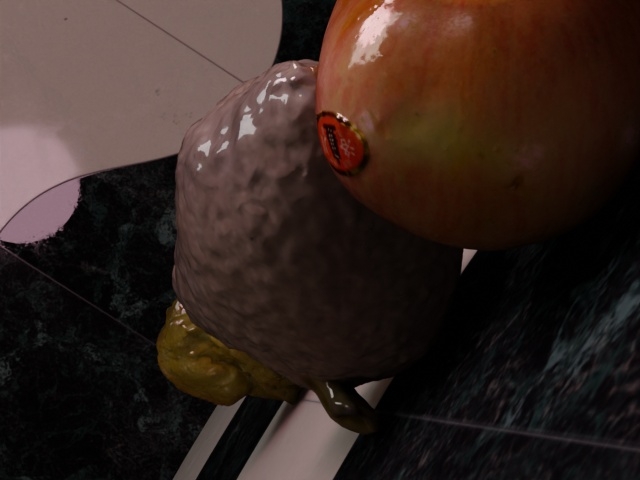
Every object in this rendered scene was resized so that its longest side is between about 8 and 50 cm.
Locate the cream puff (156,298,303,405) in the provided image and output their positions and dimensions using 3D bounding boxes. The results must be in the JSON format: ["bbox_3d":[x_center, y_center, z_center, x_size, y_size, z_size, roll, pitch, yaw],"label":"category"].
[{"bbox_3d":[-0.084,0.103,1.509,0.244,0.196,0.244,-55,5,7],"label":"cream puff"}]

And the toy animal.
[{"bbox_3d":[0.001,-0.003,0.901,0.188,0.226,0.358,-52,-12,-25],"label":"toy animal"}]

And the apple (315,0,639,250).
[{"bbox_3d":[0.093,-0.093,0.685,0.209,0.209,0.164,-60,-20,-46],"label":"apple"}]
